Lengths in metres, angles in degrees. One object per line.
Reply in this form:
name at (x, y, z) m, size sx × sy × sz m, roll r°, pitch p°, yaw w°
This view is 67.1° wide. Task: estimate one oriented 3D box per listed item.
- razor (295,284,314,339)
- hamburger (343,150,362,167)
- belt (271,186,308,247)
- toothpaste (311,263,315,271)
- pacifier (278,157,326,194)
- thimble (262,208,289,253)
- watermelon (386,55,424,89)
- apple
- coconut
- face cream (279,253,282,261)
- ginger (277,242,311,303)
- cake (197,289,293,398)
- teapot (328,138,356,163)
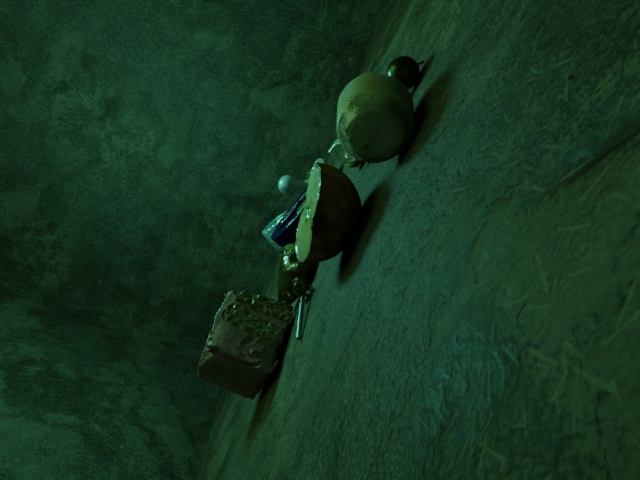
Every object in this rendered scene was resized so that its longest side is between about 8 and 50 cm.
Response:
razor at (-0.063, 0.248, 1.626) m, size 0.211 × 0.035 × 0.084 m, roll -76°, pitch 10°, yaw -51°
hamburger at (0.136, -0.337, 1.751) m, size 0.176 × 0.087 × 0.102 m, roll -61°, pitch 8°, yaw 25°
belt at (-0.074, -0.104, 2.099) m, size 0.347 × 0.117 × 0.212 m, roll -47°, pitch 17°, yaw 19°
toothpaste at (0.000, 0.000, 1.912) m, size 0.067 × 0.037 × 0.256 m, roll -162°, pitch 91°, yaw -77°
pacifier at (-0.056, -0.251, 2.350) m, size 0.220 × 0.273 × 0.332 m, roll -52°, pitch -4°, yaw -43°
thimble at (-0.162, -0.041, 2.384) m, size 0.205 × 0.172 × 0.250 m, roll -43°, pitch 14°, yaw -28°
watermelon at (0.249, -0.498, 1.431) m, size 0.109 × 0.108 × 0.109 m, roll -157°, pitch 90°, yaw -82°
apple at (0.035, -0.071, 1.417) m, size 0.251 × 0.163 × 0.293 m, roll -118°, pitch 37°, yaw -67°
coconut at (0.146, -0.328, 1.272) m, size 0.234 × 0.224 × 0.224 m, roll -82°, pitch 17°, yaw -57°
face cream at (-0.176, 0.076, 2.643) m, size 0.285 × 0.067 × 0.140 m, roll 149°, pitch 112°, yaw -76°
ginger at (-0.106, 0.157, 1.900) m, size 0.219 × 0.123 × 0.271 m, roll -132°, pitch 45°, yaw -63°
cake at (-0.295, 0.394, 1.858) m, size 0.314 × 0.292 × 0.307 m, roll 112°, pitch 177°, yaw -46°
teapot at (0.137, -0.359, 1.598) m, size 0.300 × 0.165 × 0.209 m, roll -46°, pitch 32°, yaw 42°
